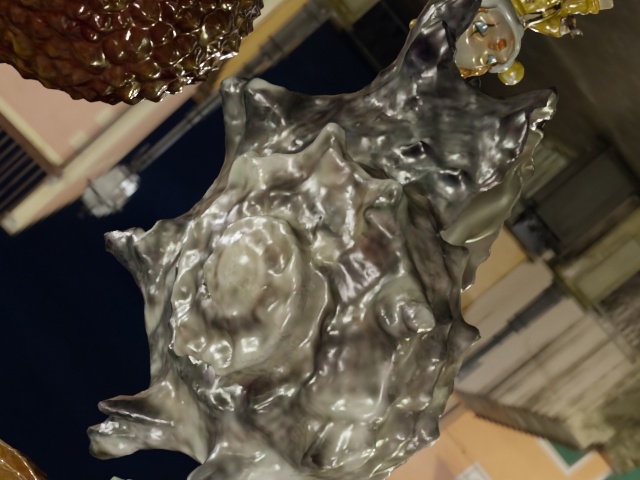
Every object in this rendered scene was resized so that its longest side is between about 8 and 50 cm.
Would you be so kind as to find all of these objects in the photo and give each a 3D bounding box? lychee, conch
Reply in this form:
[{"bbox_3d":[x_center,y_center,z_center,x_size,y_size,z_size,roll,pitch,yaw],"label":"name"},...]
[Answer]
[{"bbox_3d":[-0.148,-0.209,0.724,0.236,0.236,0.271,51,180,10],"label":"lychee"},{"bbox_3d":[0.010,0.007,0.547,0.186,0.313,0.241,51,163,-19],"label":"conch"}]

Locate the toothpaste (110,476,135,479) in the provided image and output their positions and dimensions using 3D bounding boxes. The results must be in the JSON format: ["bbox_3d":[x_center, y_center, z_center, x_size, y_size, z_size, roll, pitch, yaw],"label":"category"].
[{"bbox_3d":[-0.055,0.249,0.840,0.255,0.067,0.037,14,172,4],"label":"toothpaste"}]

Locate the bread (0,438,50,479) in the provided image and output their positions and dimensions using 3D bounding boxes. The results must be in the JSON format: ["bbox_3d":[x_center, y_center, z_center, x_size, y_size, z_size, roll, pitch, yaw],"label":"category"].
[{"bbox_3d":[-0.204,0.169,0.507,0.261,0.147,0.160,10,-174,43],"label":"bread"}]

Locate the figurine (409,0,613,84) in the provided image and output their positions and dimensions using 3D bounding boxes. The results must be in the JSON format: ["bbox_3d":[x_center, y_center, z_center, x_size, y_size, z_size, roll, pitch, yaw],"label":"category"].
[{"bbox_3d":[0.141,-0.172,0.793,0.101,0.143,0.068,35,-147,-35],"label":"figurine"}]
